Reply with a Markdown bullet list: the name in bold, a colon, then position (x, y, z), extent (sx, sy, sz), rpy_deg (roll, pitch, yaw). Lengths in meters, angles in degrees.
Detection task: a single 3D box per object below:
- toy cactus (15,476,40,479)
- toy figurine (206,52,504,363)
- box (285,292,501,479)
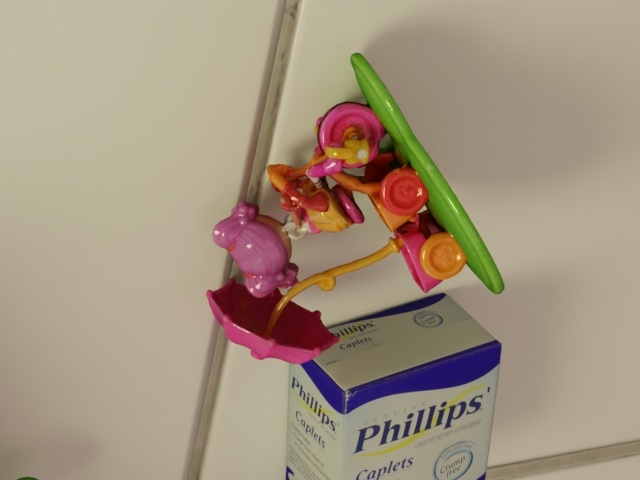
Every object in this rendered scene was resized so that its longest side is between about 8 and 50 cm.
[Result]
- **toy cactus**: position (-0.260, 0.209, 0.875), extent (0.219, 0.112, 0.180), rpy_deg (-39, 123, 7)
- **toy figurine**: position (0.000, 0.000, 0.910), extent (0.159, 0.130, 0.173), rpy_deg (-32, 110, 0)
- **box**: position (0.048, 0.122, 1.034), extent (0.126, 0.072, 0.137), rpy_deg (-16, 126, -26)
